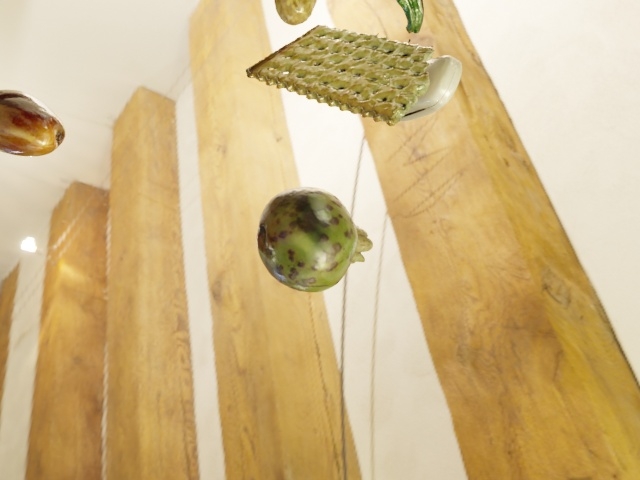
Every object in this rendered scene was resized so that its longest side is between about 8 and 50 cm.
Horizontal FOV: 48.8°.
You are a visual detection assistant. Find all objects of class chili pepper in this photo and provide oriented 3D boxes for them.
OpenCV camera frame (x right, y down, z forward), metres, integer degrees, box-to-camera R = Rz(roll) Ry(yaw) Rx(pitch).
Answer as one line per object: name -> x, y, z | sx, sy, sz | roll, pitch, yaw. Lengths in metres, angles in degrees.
chili pepper -> 0.121, -0.431, 1.221 | 0.073, 0.182, 0.050 | -55, -151, 13

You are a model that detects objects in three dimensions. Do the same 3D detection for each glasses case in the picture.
glasses case -> 0.145, -0.218, 1.028 | 0.074, 0.049, 0.193 | -67, -164, -6

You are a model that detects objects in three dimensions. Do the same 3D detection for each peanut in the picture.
peanut -> -0.052, -0.599, 1.626 | 0.095, 0.108, 0.226 | -4, -103, 34

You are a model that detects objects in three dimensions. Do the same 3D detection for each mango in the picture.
mango -> -0.562, -0.217, 1.282 | 0.267, 0.133, 0.111 | 23, -52, 42

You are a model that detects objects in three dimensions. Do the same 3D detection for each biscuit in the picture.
biscuit -> 0.033, -0.183, 0.746 | 0.203, 0.016, 0.144 | 24, -129, 33

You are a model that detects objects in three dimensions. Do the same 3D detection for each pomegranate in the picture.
pomegranate -> 0.001, 0.014, 1.601 | 0.242, 0.306, 0.242 | -34, -140, 36
